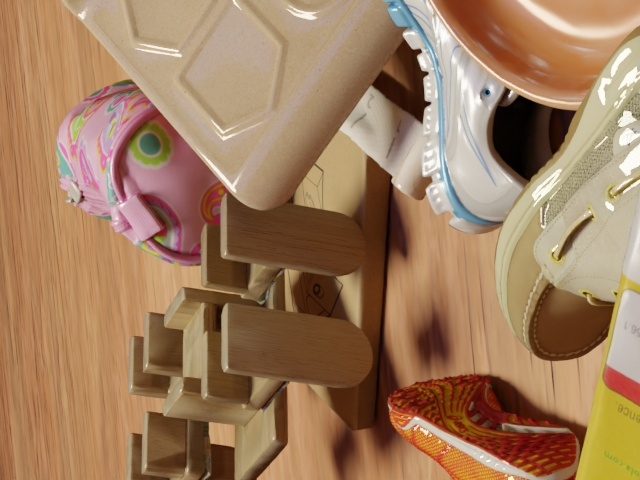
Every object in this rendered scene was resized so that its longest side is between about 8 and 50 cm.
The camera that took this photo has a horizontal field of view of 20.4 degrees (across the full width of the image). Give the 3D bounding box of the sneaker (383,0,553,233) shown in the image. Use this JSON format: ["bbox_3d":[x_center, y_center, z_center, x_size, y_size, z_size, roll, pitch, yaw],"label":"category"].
[{"bbox_3d":[0.084,-0.101,0.888,0.083,0.071,0.191,-9,96,62],"label":"sneaker"}]

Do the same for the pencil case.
[{"bbox_3d":[-0.120,-0.053,1.290,0.284,0.124,0.124,-158,63,-72],"label":"pencil case"}]

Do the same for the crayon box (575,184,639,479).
[{"bbox_3d":[0.182,0.112,0.591,0.202,0.081,0.319,32,129,33],"label":"crayon box"}]

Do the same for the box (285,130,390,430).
[{"bbox_3d":[0.000,0.000,1.173,0.164,0.021,0.201,-136,44,-57],"label":"box"}]

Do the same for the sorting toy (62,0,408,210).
[{"bbox_3d":[-0.040,-0.152,1.027,0.208,0.038,0.193,46,114,24],"label":"sorting toy"}]

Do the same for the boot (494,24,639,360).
[{"bbox_3d":[0.151,0.029,0.742,0.213,0.077,0.165,111,142,-49],"label":"boot"}]

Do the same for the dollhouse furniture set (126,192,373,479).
[{"bbox_3d":[-0.016,0.126,1.115,0.212,0.161,0.242,127,147,-54],"label":"dollhouse furniture set"}]

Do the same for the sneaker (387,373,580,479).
[{"bbox_3d":[0.084,0.117,0.951,0.175,0.064,0.067,-144,41,-65],"label":"sneaker"}]

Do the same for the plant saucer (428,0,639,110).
[{"bbox_3d":[0.106,-0.158,0.783,0.200,0.037,0.200,32,134,41],"label":"plant saucer"}]

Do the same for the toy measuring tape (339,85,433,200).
[{"bbox_3d":[-0.037,-0.120,1.086,0.330,0.121,0.121,-132,40,-54],"label":"toy measuring tape"}]
